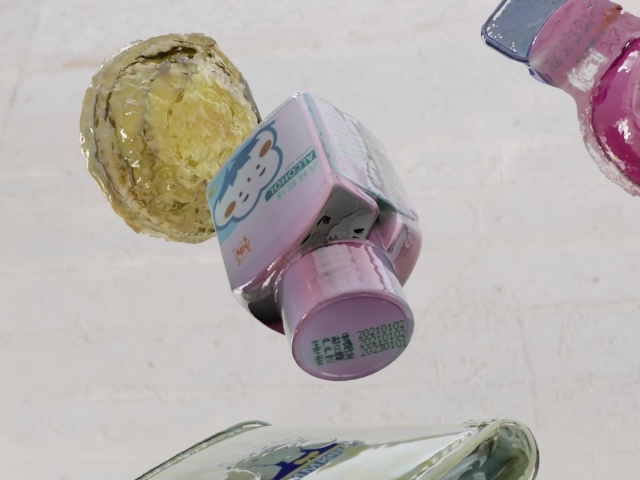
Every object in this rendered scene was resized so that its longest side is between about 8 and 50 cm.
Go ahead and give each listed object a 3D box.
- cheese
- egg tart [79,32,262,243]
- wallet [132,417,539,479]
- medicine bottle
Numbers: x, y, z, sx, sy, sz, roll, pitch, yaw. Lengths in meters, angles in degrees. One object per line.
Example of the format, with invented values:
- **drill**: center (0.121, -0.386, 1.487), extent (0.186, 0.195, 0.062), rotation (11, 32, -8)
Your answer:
- **cheese**: center (0.226, -0.109, 0.804), extent (0.244, 0.062, 0.155), rotation (35, 78, 21)
- **egg tart**: center (-0.154, -0.124, 1.421), extent (0.107, 0.291, 0.290), rotation (-13, 49, 46)
- **wallet**: center (-0.030, 0.186, 0.803), extent (0.223, 0.310, 0.077), rotation (-22, 94, -34)
- **medicine bottle**: center (0.000, 0.000, 0.781), extent (0.119, 0.094, 0.188), rotation (-45, 38, 21)
